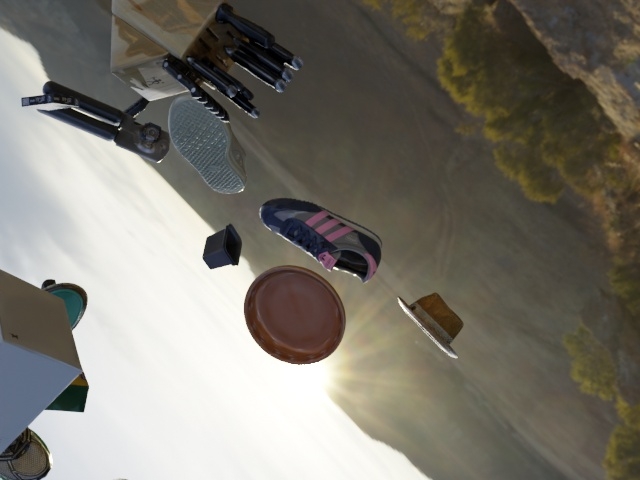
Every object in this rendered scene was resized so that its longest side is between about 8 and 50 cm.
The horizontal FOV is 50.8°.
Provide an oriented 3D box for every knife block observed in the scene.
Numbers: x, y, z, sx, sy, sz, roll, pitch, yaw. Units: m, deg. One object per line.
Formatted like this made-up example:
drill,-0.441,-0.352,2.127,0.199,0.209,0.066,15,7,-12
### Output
knife block,-0.148,-0.284,0.875,0.088,0.242,0.275,37,-134,-64

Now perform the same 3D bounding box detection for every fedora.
fedora,0.254,0.170,1.476,0.194,0.079,0.194,47,180,0

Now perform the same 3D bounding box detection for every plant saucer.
plant saucer,-0.046,0.137,1.261,0.200,0.200,0.037,47,-155,-1

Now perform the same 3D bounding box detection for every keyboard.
keyboard,-0.503,-0.329,1.755,0.180,0.108,0.023,-22,125,41

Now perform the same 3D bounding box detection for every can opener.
can opener,-0.459,-0.245,1.441,0.284,0.075,0.095,22,166,-24

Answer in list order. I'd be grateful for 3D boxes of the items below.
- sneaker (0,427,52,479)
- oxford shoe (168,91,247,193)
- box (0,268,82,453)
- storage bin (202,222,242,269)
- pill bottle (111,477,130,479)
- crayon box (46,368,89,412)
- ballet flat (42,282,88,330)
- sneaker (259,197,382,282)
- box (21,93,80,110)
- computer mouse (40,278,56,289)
sneaker,-0.812,0.474,1.672,0.343,0.134,0.146,43,146,-3
oxford shoe,-0.309,-0.287,1.898,0.449,0.169,0.130,68,-158,-64
box,-0.636,0.258,1.244,0.168,0.345,0.215,39,-170,-44
storage bin,-0.296,0.029,2.025,0.135,0.091,0.098,-89,-25,-51
pill bottle,-0.551,0.693,1.671,0.160,0.160,0.283,46,180,8
crayon box,-1.007,0.490,2.378,0.313,0.106,0.363,11,-178,-27
ballet flat,-0.644,0.201,1.546,0.123,0.348,0.123,36,-161,-14
sneaker,0.000,0.000,1.616,0.319,0.112,0.131,19,-138,-8
box,-0.513,-0.263,1.281,0.083,0.018,0.067,0,-176,24
computer mouse,-0.698,0.176,1.751,0.242,0.041,0.071,-133,43,-52
